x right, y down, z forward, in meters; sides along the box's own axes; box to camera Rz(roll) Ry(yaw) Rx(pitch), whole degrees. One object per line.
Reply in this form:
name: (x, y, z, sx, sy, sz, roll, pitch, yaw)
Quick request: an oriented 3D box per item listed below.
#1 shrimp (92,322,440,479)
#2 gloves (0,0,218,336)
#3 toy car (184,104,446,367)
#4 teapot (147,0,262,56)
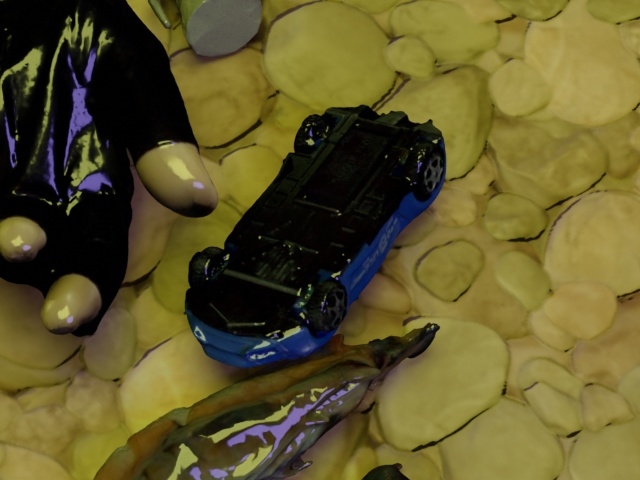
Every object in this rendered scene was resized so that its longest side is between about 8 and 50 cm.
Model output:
shrimp: (-0.017, 0.138, 1.010, 0.254, 0.059, 0.145, -24, 64, -14)
gloves: (-0.166, -0.057, 1.070, 0.197, 0.152, 0.301, -12, 34, 0)
toy car: (0.000, 0.000, 1.085, 0.103, 0.063, 0.216, 16, 54, 31)
teapot: (-0.085, -0.170, 1.203, 0.067, 0.057, 0.083, -20, 53, -15)
